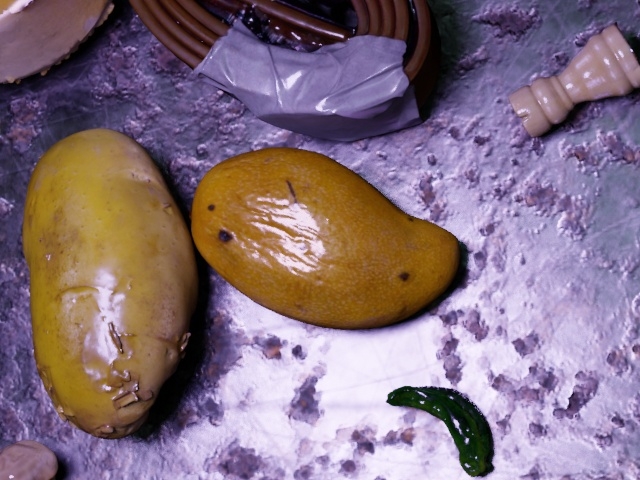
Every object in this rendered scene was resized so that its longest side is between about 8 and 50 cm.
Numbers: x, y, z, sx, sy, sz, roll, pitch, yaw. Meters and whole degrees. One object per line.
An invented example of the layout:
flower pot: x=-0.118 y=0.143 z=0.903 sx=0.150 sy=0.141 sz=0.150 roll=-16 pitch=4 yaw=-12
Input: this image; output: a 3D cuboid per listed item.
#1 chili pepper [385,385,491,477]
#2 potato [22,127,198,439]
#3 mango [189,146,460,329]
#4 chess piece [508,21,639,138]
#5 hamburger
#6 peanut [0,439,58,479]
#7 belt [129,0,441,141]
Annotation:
chili pepper: x=0.119 y=0.165 z=1.402 sx=0.118 sy=0.035 sz=0.055 roll=42 pitch=75 yaw=13
potato: x=-0.203 y=0.041 z=1.451 sx=0.173 sy=0.140 sz=0.300 roll=-14 pitch=71 yaw=19
mango: x=-0.002 y=-0.001 z=1.424 sx=0.262 sy=0.109 sz=0.157 roll=17 pitch=80 yaw=15
chess piece: x=0.238 y=-0.146 z=1.417 sx=0.122 sy=0.066 sz=0.066 roll=-29 pitch=74 yaw=14
hamburger: x=-0.335 y=-0.304 z=1.533 sx=0.302 sy=0.170 sz=0.302 roll=-1 pitch=84 yaw=13
peanut: x=-0.333 y=0.291 z=1.468 sx=0.228 sy=0.085 sz=0.104 roll=-45 pitch=62 yaw=1
belt: x=-0.036 y=-0.227 z=1.467 sx=0.339 sy=0.122 sz=0.217 roll=31 pitch=87 yaw=17
